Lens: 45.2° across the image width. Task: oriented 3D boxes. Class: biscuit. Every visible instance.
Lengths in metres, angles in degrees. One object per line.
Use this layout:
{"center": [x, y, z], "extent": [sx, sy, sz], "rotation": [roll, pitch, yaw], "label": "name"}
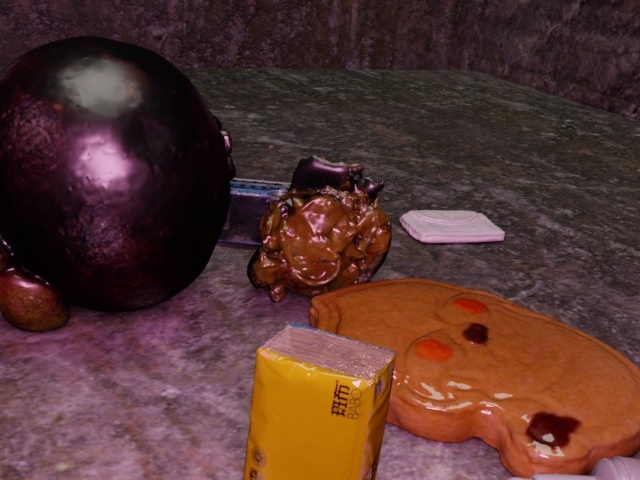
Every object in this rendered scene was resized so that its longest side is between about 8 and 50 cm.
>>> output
{"center": [0.191, 0.148, 0.989], "extent": [0.455, 0.078, 0.349], "rotation": [17, 20, 26], "label": "biscuit"}

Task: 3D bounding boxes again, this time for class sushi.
{"center": [-0.001, -0.006, 1.143], "extent": [0.213, 0.200, 0.204], "rotation": [1, 29, 2], "label": "sushi"}

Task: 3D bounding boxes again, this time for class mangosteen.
{"center": [-0.330, -0.067, 1.012], "extent": [0.434, 0.382, 0.382], "rotation": [-21, 30, -17], "label": "mangosteen"}

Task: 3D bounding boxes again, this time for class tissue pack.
{"center": [-0.004, 0.177, 0.719], "extent": [0.119, 0.169, 0.082], "rotation": [14, 18, 18], "label": "tissue pack"}

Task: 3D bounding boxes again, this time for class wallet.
{"center": [0.252, -0.029, 1.485], "extent": [0.182, 0.032, 0.124], "rotation": [0, 25, -16], "label": "wallet"}

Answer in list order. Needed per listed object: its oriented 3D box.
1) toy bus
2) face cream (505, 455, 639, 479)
{"center": [-0.143, -0.053, 1.348], "extent": [0.297, 0.106, 0.131], "rotation": [5, 18, 2], "label": "toy bus"}
{"center": [0.290, 0.250, 0.703], "extent": [0.251, 0.101, 0.101], "rotation": [7, 22, 2], "label": "face cream"}
